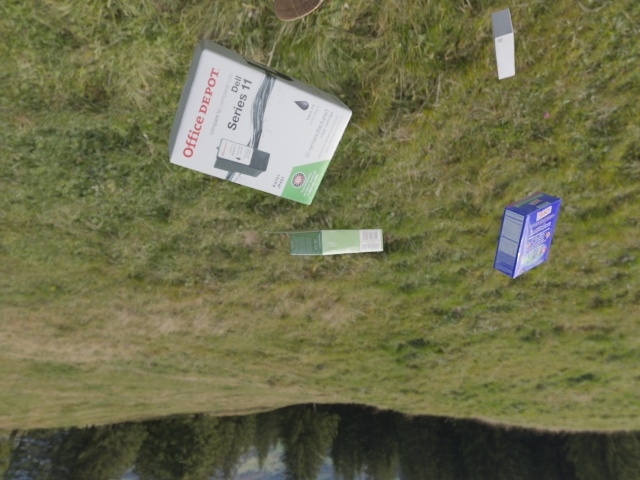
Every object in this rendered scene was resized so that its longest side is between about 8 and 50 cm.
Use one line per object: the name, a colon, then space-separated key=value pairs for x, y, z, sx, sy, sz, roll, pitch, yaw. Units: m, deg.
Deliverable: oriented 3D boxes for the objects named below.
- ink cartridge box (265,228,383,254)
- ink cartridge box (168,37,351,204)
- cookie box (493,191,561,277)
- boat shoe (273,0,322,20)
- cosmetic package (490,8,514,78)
ink cartridge box: x=0.000 y=0.000 z=0.964 sx=0.171 sy=0.056 sz=0.235 roll=-3 pitch=-179 yaw=-37
ink cartridge box: x=-0.086 y=-0.156 z=0.584 sx=0.208 sy=0.087 sz=0.153 roll=14 pitch=116 yaw=-25
cookie box: x=0.314 y=-0.010 z=0.646 sx=0.091 sy=0.040 sz=0.107 roll=-19 pitch=123 yaw=-30
boat shoe: x=-0.032 y=-0.963 z=1.634 sx=0.340 sy=0.110 sz=0.122 roll=-32 pitch=115 yaw=3
cosmetic package: x=0.633 y=-0.672 z=1.465 sx=0.060 sy=0.099 sz=0.239 roll=-11 pitch=163 yaw=23
